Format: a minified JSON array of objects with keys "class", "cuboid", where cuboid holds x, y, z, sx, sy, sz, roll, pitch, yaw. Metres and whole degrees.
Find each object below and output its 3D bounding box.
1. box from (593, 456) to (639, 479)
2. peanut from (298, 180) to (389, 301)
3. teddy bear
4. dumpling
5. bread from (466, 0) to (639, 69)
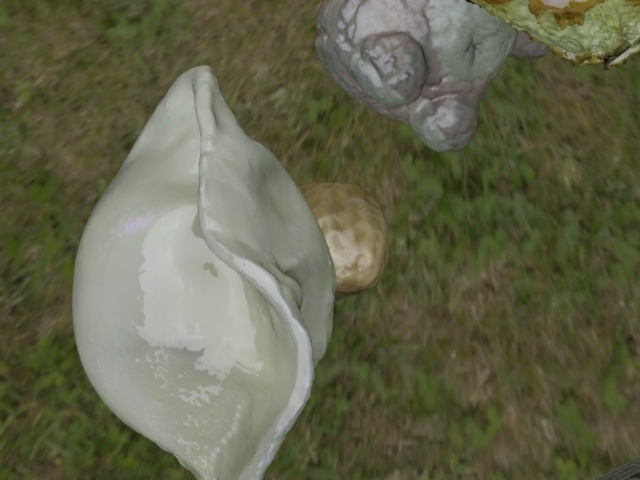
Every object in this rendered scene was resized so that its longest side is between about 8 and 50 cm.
[{"class":"box","cuboid":[0.233,0.180,1.094,0.177,0.115,0.035,-18,105,-37]},{"class":"peanut","cuboid":[0.001,0.000,1.377,0.086,0.228,0.104,2,94,-12]},{"class":"teddy bear","cuboid":[0.116,-0.209,1.270,0.267,0.236,0.151,-46,52,7]},{"class":"dumpling","cuboid":[-0.040,0.028,0.619,0.100,0.134,0.169,18,101,-28]},{"class":"bread","cuboid":[0.104,-0.155,0.696,0.140,0.069,0.128,37,87,22]}]
